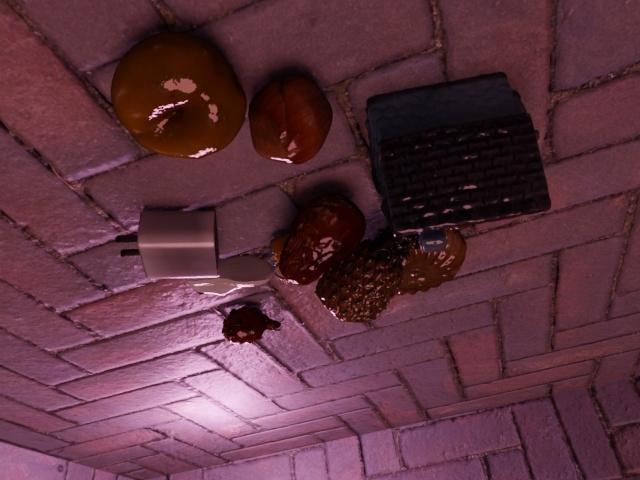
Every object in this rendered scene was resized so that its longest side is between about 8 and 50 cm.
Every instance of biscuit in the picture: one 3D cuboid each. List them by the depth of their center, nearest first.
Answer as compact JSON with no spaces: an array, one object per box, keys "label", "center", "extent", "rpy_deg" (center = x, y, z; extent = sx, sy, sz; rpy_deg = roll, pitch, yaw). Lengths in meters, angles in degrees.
[{"label":"biscuit","center":[0.286,0.070,1.510],"extent":[0.326,0.107,0.325],"rpy_deg":[-7,144,-5]}]

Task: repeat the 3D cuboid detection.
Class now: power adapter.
[{"label":"power adapter","center":[-0.396,0.012,1.301],"extent":[0.256,0.124,0.187],"rpy_deg":[0,141,-8]}]

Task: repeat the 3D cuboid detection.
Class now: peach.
[{"label":"peach","center":[-0.268,-0.264,0.943],"extent":[0.252,0.153,0.251],"rpy_deg":[-6,136,-6]}]

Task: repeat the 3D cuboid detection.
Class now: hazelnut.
[{"label":"hazelnut","center":[-0.057,-0.234,1.001],"extent":[0.182,0.182,0.182],"rpy_deg":[-5,143,-4]}]

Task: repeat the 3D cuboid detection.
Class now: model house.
[{"label":"model house","center":[0.302,-0.125,1.065],"extent":[0.361,0.338,0.297],"rpy_deg":[-9,141,2]}]

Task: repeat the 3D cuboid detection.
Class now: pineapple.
[{"label":"pineapple","center":[0.152,0.054,1.332],"extent":[0.202,0.202,0.361],"rpy_deg":[21,115,-32]}]

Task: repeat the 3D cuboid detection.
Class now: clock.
[{"label":"clock","center":[-0.065,0.058,1.430],"extent":[0.144,0.103,0.230],"rpy_deg":[0,142,5]}]

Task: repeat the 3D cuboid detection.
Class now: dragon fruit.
[{"label":"dragon fruit","center":[-0.223,0.288,1.701],"extent":[0.246,0.125,0.125],"rpy_deg":[10,128,-43]}]

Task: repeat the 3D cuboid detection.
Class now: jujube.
[{"label":"jujube","center":[0.000,0.000,1.272],"extent":[0.190,0.190,0.255],"rpy_deg":[23,109,-33]}]

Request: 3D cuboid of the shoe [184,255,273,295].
[{"label":"shoe","center":[-0.265,0.113,1.481],"extent":[0.265,0.095,0.110],"rpy_deg":[0,143,5]}]
